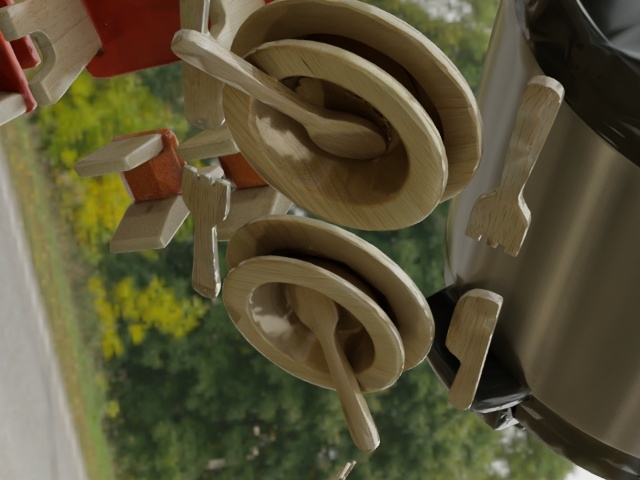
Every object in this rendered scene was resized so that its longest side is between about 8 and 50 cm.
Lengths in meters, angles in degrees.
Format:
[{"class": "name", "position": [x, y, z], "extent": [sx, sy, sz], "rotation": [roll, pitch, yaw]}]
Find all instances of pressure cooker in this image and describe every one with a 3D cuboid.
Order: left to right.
[{"class": "pressure cooker", "position": [0.277, -0.032, 0.821], "extent": [0.420, 0.369, 0.376], "rotation": [98, 9, -52]}]

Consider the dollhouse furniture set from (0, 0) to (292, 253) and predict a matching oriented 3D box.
[{"class": "dollhouse furniture set", "position": [-0.139, -0.137, 0.733], "extent": [0.135, 0.259, 0.262], "rotation": [-55, 131, -51]}]

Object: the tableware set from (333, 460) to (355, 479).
[{"class": "tableware set", "position": [-0.012, 0.284, 1.154], "extent": [0.141, 0.020, 0.168], "rotation": [-58, 174, 8]}]

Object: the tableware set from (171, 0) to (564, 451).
[{"class": "tableware set", "position": [0.000, 0.000, 0.412], "extent": [0.194, 0.128, 0.039], "rotation": [95, 21, -54]}]
